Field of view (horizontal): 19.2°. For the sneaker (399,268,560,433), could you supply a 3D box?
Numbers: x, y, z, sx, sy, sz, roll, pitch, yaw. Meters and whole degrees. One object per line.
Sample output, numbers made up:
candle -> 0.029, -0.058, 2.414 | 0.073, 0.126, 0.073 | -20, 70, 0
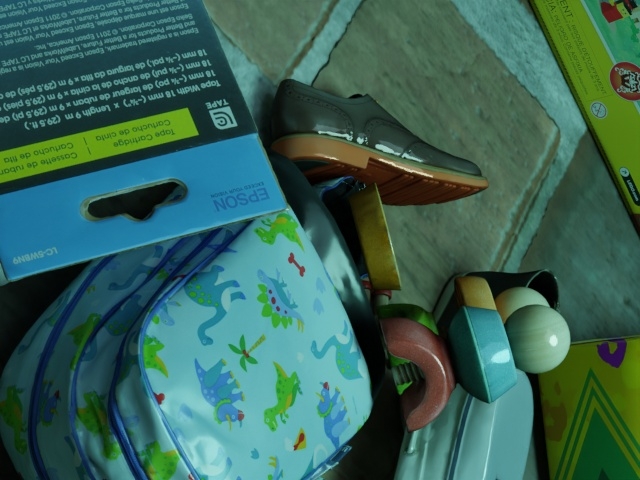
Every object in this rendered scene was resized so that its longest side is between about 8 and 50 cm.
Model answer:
sneaker -> 0.160, 0.118, 1.908 | 0.083, 0.118, 0.222 | 40, 56, -31

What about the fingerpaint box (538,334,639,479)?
fingerpaint box -> 0.450, 0.285, 2.120 | 0.445, 0.163, 0.371 | -1, 83, -45

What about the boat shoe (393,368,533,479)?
boat shoe -> 0.083, 0.284, 1.785 | 0.136, 0.156, 0.367 | 41, 58, -54

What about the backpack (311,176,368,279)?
backpack -> 0.000, 0.000, 1.792 | 0.114, 0.084, 0.105 | -28, 102, -68

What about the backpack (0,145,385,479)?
backpack -> -0.105, 0.115, 1.589 | 0.355, 0.273, 0.290 | -31, 108, -32

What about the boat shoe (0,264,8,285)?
boat shoe -> -0.242, -0.077, 1.598 | 0.258, 0.095, 0.084 | -63, 151, -30

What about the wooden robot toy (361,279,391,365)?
wooden robot toy -> 0.060, 0.074, 1.849 | 0.173, 0.079, 0.076 | 20, 68, -40

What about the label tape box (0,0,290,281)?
label tape box -> -0.201, -0.123, 1.506 | 0.241, 0.106, 0.333 | -15, 72, -24

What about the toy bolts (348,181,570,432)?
toy bolts -> 0.129, 0.053, 1.685 | 0.228, 0.158, 0.218 | -102, 177, -70

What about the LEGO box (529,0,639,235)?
LEGO box -> 0.457, -0.261, 2.097 | 0.193, 0.372, 0.500 | -40, 110, -41

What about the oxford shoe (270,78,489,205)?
oxford shoe -> 0.065, -0.098, 1.883 | 0.271, 0.097, 0.098 | 13, 66, -41
